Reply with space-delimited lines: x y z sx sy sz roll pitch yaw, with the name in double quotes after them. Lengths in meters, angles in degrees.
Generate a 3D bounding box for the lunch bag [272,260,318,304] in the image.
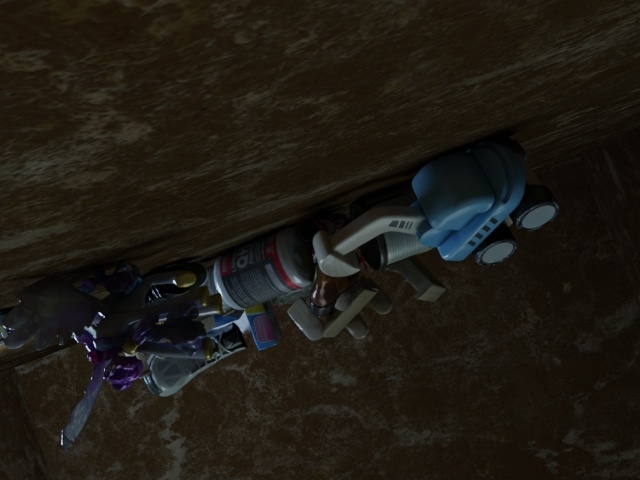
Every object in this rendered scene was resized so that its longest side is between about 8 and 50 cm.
-0.064 0.088 2.007 0.305 0.212 0.256 -18 173 -11 "lunch bag"

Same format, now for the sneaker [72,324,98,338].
-0.802 0.312 1.990 0.132 0.086 0.228 -9 143 -3 "sneaker"

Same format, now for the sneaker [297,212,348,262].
0.000 0.000 1.757 0.112 0.120 0.299 -22 176 -21 "sneaker"

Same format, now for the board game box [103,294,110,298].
-0.524 0.153 1.725 0.141 0.048 0.170 -25 174 29 "board game box"

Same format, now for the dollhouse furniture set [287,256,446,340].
0.169 0.201 1.919 0.394 0.256 0.362 -48 154 12 "dollhouse furniture set"

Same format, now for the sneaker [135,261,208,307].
-0.439 0.131 1.511 0.296 0.104 0.147 -26 175 -5 "sneaker"

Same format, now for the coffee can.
0.248 -0.055 1.648 0.275 0.201 0.201 -20 176 -12 "coffee can"

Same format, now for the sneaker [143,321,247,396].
-0.434 0.399 2.134 0.257 0.169 0.447 -30 179 24 "sneaker"

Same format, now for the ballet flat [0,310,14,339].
-0.669 0.180 1.218 0.070 0.070 0.188 -22 176 19 "ballet flat"

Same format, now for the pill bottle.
-0.190 0.095 1.670 0.319 0.176 0.176 -22 176 20 "pill bottle"

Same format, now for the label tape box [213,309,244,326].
-0.399 0.261 2.294 0.249 0.115 0.347 -23 -153 40 "label tape box"

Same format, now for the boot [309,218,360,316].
0.050 0.042 1.654 0.264 0.096 0.280 -44 154 -37 "boot"

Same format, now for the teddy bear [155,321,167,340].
-0.616 0.301 2.225 0.338 0.113 0.245 5 -157 35 "teddy bear"

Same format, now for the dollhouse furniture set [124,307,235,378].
-0.514 0.293 2.031 0.356 0.173 0.303 -26 -141 -27 "dollhouse furniture set"

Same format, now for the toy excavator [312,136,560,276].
0.252 -0.065 1.395 0.445 0.222 0.433 7 139 -29 "toy excavator"

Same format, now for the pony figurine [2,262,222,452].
-0.389 0.172 1.112 0.364 0.302 0.351 -7 -158 -1 "pony figurine"

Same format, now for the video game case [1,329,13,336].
-0.731 0.210 1.478 0.232 0.041 0.210 -17 174 -39 "video game case"

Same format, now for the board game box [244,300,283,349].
-0.221 0.204 2.004 0.064 0.316 0.242 -20 176 0 "board game box"

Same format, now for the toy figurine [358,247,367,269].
0.050 0.049 2.302 0.363 0.191 0.217 -21 -179 28 "toy figurine"
